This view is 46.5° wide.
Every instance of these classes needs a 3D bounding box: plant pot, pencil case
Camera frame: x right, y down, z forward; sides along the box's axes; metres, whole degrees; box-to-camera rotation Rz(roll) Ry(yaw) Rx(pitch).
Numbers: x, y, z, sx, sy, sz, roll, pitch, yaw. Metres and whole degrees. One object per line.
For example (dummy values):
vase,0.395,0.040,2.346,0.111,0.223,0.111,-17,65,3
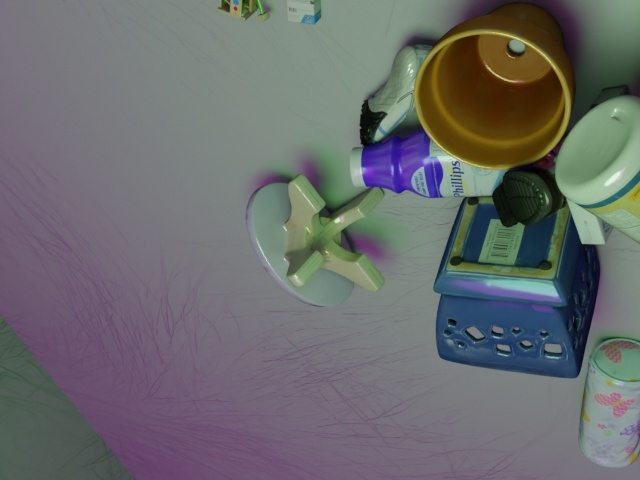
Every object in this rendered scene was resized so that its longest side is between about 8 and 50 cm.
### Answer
plant pot,0.313,0.060,1.203,0.236,0.236,0.212,6,141,26
plant pot,0.256,-0.232,1.031,0.205,0.188,0.205,16,134,18
pencil case,0.557,0.310,1.398,0.124,0.113,0.273,2,130,16

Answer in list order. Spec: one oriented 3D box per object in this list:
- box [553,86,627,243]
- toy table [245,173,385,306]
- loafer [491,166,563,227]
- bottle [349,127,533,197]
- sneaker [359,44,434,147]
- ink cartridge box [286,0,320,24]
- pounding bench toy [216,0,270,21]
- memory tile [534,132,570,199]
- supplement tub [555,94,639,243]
box,0.401,-0.108,1.057,0.038,0.186,0.145,3,130,46
toy table,0.000,0.000,1.377,0.274,0.252,0.161,41,154,-20
loafer,0.299,-0.068,1.043,0.078,0.220,0.080,-21,90,0
bottle,0.190,-0.124,1.181,0.283,0.092,0.118,-1,140,16
sneaker,0.127,-0.221,1.202,0.086,0.085,0.237,4,152,-21
ink cartridge box,-0.028,-0.388,1.174,0.048,0.028,0.083,14,134,19
pounding bench toy,-0.118,-0.397,1.202,0.083,0.052,0.065,22,136,11
memory tile,0.358,-0.116,1.204,0.113,0.012,0.148,15,134,18
supplement tub,0.408,-0.072,0.914,0.200,0.144,0.144,27,139,-19
